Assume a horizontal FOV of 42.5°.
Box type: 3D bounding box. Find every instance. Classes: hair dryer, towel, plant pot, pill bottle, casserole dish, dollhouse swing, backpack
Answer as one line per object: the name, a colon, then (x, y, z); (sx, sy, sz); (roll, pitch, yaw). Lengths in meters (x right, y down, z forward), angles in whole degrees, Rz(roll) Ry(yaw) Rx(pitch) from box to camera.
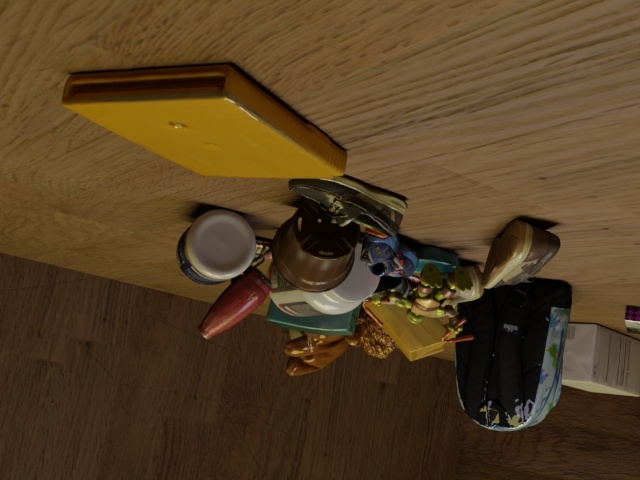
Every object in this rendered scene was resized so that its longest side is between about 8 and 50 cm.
hair dryer: (-0.175, 0.116, 1.887); (0.080, 0.293, 0.223); (45, 144, -8)
towel: (-0.151, 0.015, 2.077); (0.197, 0.029, 0.144); (10, 169, -10)
plant pot: (0.000, 0.000, 1.548); (0.166, 0.167, 0.165); (12, 161, -7)
pill bottle: (0.008, 0.082, 1.867); (0.176, 0.176, 0.318); (15, 169, -21)
casserole dish: (0.228, 0.042, 1.828); (0.114, 0.037, 0.188); (17, 168, -33)
dollhouse swing: (0.318, 0.175, 2.351); (0.315, 0.305, 0.347); (51, 178, 14)
plant pot: (-0.008, 0.189, 2.392); (0.234, 0.166, 0.165); (12, 170, 15)
pill bottle: (-0.246, 0.024, 1.870); (0.153, 0.153, 0.264); (13, 168, -15)
backpack: (0.461, 0.282, 1.990); (0.290, 0.356, 0.273); (2, 167, 34)

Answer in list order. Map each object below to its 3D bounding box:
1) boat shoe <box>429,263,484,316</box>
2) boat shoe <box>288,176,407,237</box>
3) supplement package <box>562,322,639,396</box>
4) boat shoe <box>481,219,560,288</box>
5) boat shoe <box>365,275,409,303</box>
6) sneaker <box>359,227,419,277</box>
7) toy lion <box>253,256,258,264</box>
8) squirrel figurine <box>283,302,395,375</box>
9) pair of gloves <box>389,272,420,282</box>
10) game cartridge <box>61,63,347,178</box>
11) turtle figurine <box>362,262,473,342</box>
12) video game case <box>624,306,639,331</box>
boat shoe: (0.275, 0.124, 1.948); (0.098, 0.109, 0.302); (-9, 170, -20)
boat shoe: (0.046, -0.060, 1.390); (0.223, 0.074, 0.080); (16, 168, -26)
supplement package: (0.831, 0.364, 2.510); (0.293, 0.175, 0.177); (20, 164, -39)
boat shoe: (0.365, 0.038, 1.522); (0.092, 0.103, 0.285); (15, 163, 3)
boat shoe: (0.076, 0.119, 2.163); (0.306, 0.113, 0.105); (4, 161, 18)
sneaker: (0.134, 0.037, 1.704); (0.083, 0.087, 0.221); (23, 172, 34)
toy lion: (-0.218, 0.034, 2.221); (0.100, 0.034, 0.096); (1, 158, 42)
squirrel figurine: (0.064, 0.261, 2.660); (0.396, 0.281, 0.370); (-1, 162, -17)
pair of gloves: (0.144, 0.068, 1.981); (0.159, 0.023, 0.198); (18, 179, -15)
game cartridge: (-0.150, -0.157, 1.170); (0.285, 0.053, 0.323); (4, 169, 30)
turtle figurine: (0.244, 0.129, 1.787); (0.269, 0.087, 0.217); (20, 144, -8)
video game case: (0.888, 0.215, 2.064); (0.232, 0.042, 0.210); (6, 168, 24)
